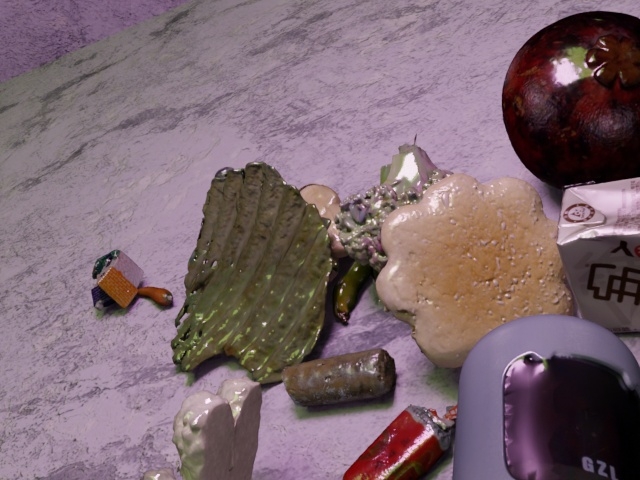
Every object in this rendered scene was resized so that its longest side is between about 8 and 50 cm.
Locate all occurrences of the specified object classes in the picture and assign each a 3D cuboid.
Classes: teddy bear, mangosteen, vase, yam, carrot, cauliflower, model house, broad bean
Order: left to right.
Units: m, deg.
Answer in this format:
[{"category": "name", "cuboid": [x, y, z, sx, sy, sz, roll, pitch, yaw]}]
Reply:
[{"category": "model house", "cuboid": [-0.442, 0.092, 1.849, 0.100, 0.088, 0.100, -26, 31, 30]}, {"category": "teddy bear", "cuboid": [-0.293, 0.368, 1.232, 0.362, 0.376, 0.327, 5, 3, 16]}, {"category": "carrot", "cuboid": [-0.341, 0.112, 1.815, 0.142, 0.035, 0.035, 8, 49, 51]}, {"category": "vase", "cuboid": [-0.191, -0.105, 1.952, 0.059, 0.059, 0.167, -31, 35, -2]}, {"category": "yam", "cuboid": [0.029, 0.218, 1.384, 0.179, 0.078, 0.078, -14, 38, 21]}, {"category": "broad bean", "cuboid": [0.087, 0.040, 1.582, 0.052, 0.052, 0.256, 18, 57, 30]}, {"category": "cauliflower", "cuboid": [0.153, -0.057, 1.473, 0.256, 0.239, 0.316, -9, 66, 19]}, {"category": "mangosteen", "cuboid": [0.456, -0.213, 1.483, 0.305, 0.359, 0.306, -2, 69, 6]}]

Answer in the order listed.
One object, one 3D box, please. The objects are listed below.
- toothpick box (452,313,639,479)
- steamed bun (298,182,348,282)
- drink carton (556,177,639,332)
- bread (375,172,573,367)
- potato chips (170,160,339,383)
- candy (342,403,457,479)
[{"category": "toothpick box", "cuboid": [0.270, 0.252, 1.050, 0.262, 0.263, 0.355, -13, 38, 22]}, {"category": "steamed bun", "cuboid": [0.000, 0.000, 1.649, 0.192, 0.106, 0.178, 28, 80, 40]}, {"category": "drink carton", "cuboid": [0.505, 0.014, 1.194, 0.324, 0.194, 0.132, -7, 39, 29]}, {"category": "bread", "cuboid": [0.235, 0.046, 1.296, 0.316, 0.316, 0.054, -37, -3, -11]}, {"category": "potato chips", "cuboid": [-0.139, 0.055, 1.590, 0.373, 0.097, 0.390, 1, 77, 40]}, {"category": "candy", "cuboid": [0.101, 0.310, 1.232, 0.292, 0.059, 0.086, -40, 38, -13]}]
